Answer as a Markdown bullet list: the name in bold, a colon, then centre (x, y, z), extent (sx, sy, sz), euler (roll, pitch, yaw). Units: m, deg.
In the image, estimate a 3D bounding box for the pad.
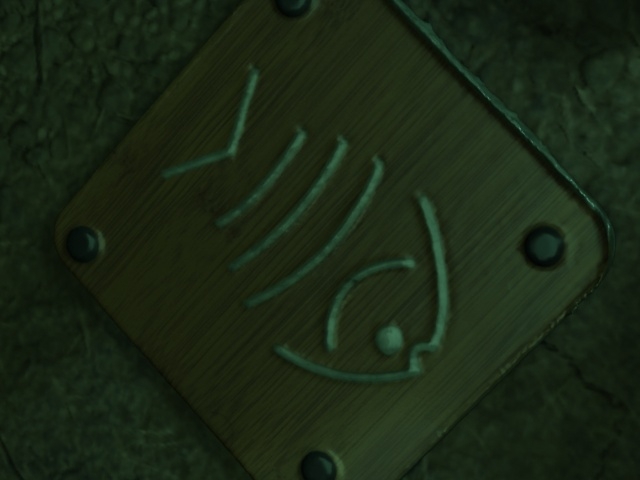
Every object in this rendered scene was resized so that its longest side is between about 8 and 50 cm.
- **pad**: centre (0.000, 0.000, 1.099), extent (0.284, 0.018, 0.286), euler (47, 110, 12)
